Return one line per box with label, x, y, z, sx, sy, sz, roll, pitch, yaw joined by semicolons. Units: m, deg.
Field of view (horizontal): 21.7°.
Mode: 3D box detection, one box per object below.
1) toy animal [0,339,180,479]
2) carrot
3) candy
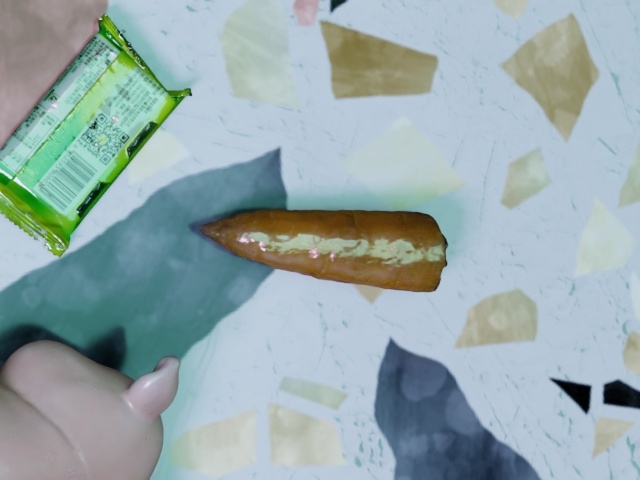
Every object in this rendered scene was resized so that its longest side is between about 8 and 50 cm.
toy animal;-0.240;0.153;1.278;0.250;0.154;0.166;0;135;-17
carrot;0.000;0.000;1.390;0.205;0.072;0.072;7;91;-14
candy;-0.194;-0.085;1.346;0.102;0.032;0.178;40;83;-11
